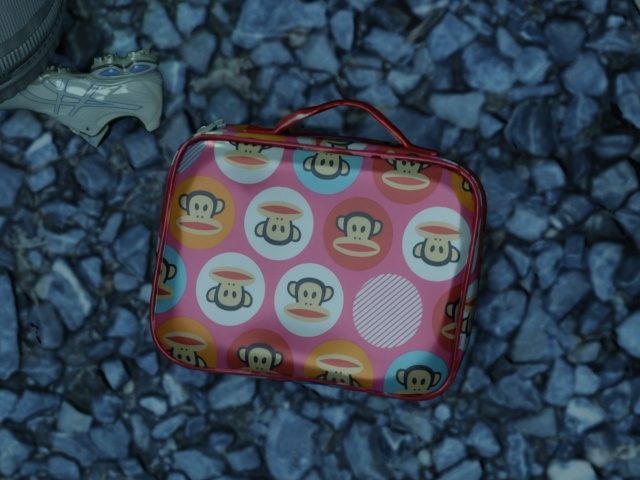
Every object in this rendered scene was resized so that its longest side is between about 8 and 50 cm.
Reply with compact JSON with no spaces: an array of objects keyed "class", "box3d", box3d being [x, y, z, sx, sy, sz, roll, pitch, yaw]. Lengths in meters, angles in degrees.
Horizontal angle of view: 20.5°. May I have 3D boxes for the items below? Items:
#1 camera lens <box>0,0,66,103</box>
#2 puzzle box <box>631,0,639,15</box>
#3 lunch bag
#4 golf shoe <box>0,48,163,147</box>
[{"class":"camera lens","box3d":[-0.334,-0.256,1.492,0.219,0.274,0.219,-1,64,1]},{"class":"puzzle box","box3d":[0.327,-0.398,1.540,0.272,0.052,0.409,-28,92,9]},{"class":"lunch bag","box3d":[0.000,0.000,1.586,0.293,0.120,0.258,9,96,7]},{"class":"golf shoe","box3d":[-0.230,-0.124,1.631,0.176,0.069,0.086,-7,101,9]}]
